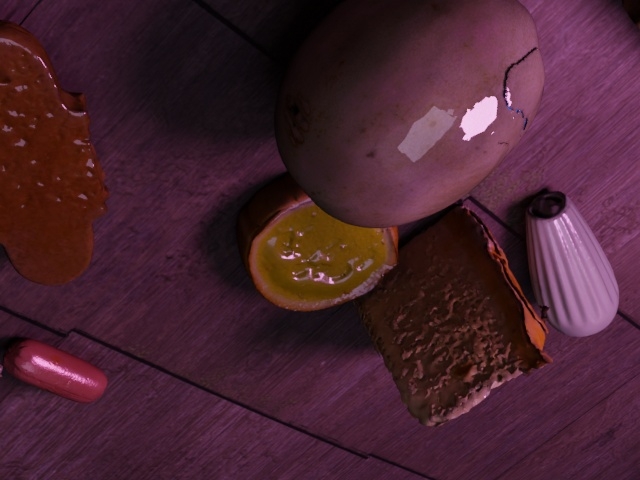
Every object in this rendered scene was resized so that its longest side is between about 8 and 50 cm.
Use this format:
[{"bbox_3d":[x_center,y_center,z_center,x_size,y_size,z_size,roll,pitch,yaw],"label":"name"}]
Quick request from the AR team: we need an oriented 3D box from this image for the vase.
[{"bbox_3d":[0.378,0.034,1.567,0.128,0.128,0.248,-26,126,3],"label":"vase"}]

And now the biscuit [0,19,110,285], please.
[{"bbox_3d":[-0.450,-0.074,1.179,0.394,0.076,0.368,-13,135,-6],"label":"biscuit"}]

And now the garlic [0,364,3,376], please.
[{"bbox_3d":[-0.518,0.146,1.349,0.196,0.087,0.101,0,144,-26],"label":"garlic"}]

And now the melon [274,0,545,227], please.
[{"bbox_3d":[0.103,-0.170,1.163,0.330,0.268,0.268,-41,133,11],"label":"melon"}]

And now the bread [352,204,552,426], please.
[{"bbox_3d":[0.215,0.145,1.480,0.248,0.315,0.279,-30,142,9],"label":"bread"}]

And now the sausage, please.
[{"bbox_3d":[-0.377,0.185,1.450,0.062,0.062,0.154,-42,131,19],"label":"sausage"}]

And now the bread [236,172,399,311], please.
[{"bbox_3d":[0.000,0.000,1.419,0.236,0.070,0.236,-11,133,-12],"label":"bread"}]

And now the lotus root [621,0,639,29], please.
[{"bbox_3d":[0.478,-0.285,1.294,0.235,0.138,0.119,27,123,-38],"label":"lotus root"}]
